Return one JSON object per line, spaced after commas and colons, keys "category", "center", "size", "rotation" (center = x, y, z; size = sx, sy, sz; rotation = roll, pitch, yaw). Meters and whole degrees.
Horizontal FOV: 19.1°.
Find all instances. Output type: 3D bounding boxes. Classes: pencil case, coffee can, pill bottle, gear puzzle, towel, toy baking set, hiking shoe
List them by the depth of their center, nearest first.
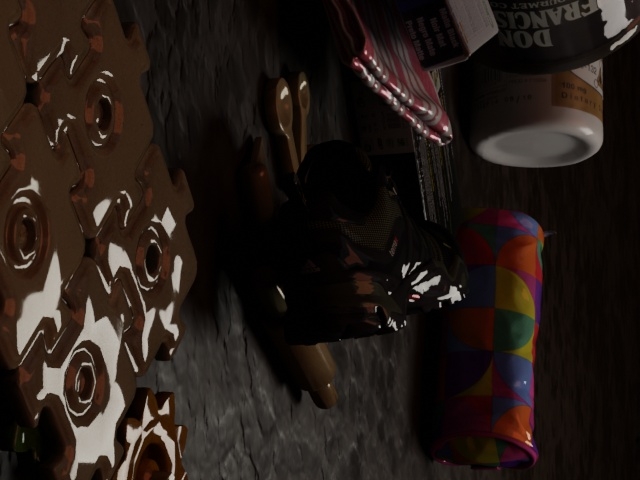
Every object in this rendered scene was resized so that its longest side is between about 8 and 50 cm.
{"category": "gear puzzle", "center": [-0.111, 0.006, 0.802], "size": [0.175, 0.044, 0.339], "rotation": [-66, 149, -45]}
{"category": "hiking shoe", "center": [0.033, -0.008, 1.160], "size": [0.227, 0.086, 0.114], "rotation": [-26, 107, -72]}
{"category": "toy baking set", "center": [-0.001, 0.005, 1.236], "size": [0.256, 0.030, 0.197], "rotation": [68, 24, -51]}
{"category": "towel", "center": [0.041, -0.155, 1.306], "size": [0.197, 0.029, 0.144], "rotation": [33, 38, -64]}
{"category": "coffee can", "center": [0.173, -0.305, 1.613], "size": [0.275, 0.201, 0.202], "rotation": [67, 25, -51]}
{"category": "pencil case", "center": [0.146, 0.084, 1.654], "size": [0.104, 0.104, 0.236], "rotation": [64, 29, -57]}
{"category": "pill bottle", "center": [0.212, -0.198, 1.874], "size": [0.131, 0.131, 0.229], "rotation": [46, 44, -68]}

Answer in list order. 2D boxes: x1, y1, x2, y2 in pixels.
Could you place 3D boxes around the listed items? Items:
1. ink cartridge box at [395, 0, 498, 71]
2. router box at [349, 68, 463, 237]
{"category": "ink cartridge box", "center": [0.057, -0.230, 1.331], "size": [0.224, 0.045, 0.223], "rotation": [-44, 113, -76]}
{"category": "router box", "center": [0.069, -0.067, 1.480], "size": [0.133, 0.046, 0.179], "rotation": [-62, 146, -61]}
